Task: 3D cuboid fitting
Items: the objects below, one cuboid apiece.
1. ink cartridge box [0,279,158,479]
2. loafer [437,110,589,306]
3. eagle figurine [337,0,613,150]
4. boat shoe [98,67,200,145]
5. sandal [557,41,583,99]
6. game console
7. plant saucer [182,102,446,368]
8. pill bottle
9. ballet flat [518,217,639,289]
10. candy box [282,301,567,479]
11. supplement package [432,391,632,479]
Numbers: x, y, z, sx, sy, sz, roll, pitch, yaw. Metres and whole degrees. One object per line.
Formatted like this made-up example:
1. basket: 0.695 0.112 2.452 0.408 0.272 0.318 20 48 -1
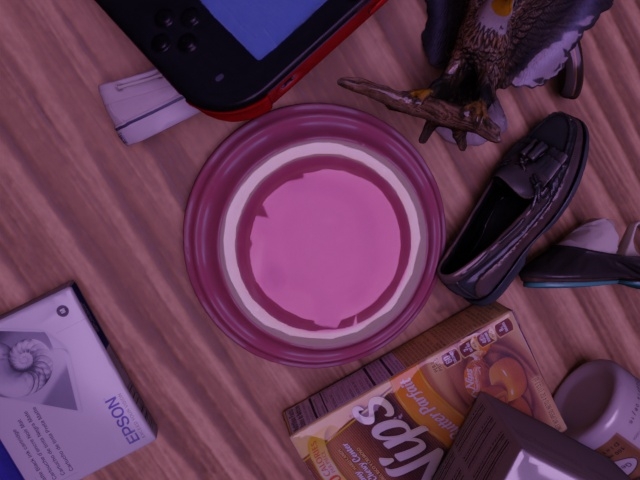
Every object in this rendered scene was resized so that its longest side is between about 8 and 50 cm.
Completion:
1. ink cartridge box: -0.346 0.195 0.928 0.223 0.045 0.223 -28 102 -4
2. loafer: 0.238 -0.045 0.954 0.084 0.096 0.268 25 96 -38
3. eagle figurine: 0.195 -0.257 0.872 0.226 0.225 0.299 29 80 -30
4. boat shoe: -0.126 -0.206 0.887 0.267 0.096 0.088 -27 106 4
5. sandal: 0.287 -0.284 0.956 0.060 0.090 0.220 -5 107 13
6. game console: -0.064 -0.347 0.823 0.386 0.060 0.342 -42 76 -2
7. plant saucer: 0.000 0.000 0.938 0.331 0.084 0.333 -1 99 -10
8. pill bottle: 0.428 0.270 1.021 0.229 0.131 0.131 35 91 -12
9. ballet flat: 0.382 0.021 1.006 0.280 0.095 0.096 5 87 -20
10. candy box: 0.133 0.232 0.989 0.316 0.087 0.183 -29 102 -5
11. supplement package: 0.245 0.300 0.855 0.194 0.203 0.149 28 94 -2
